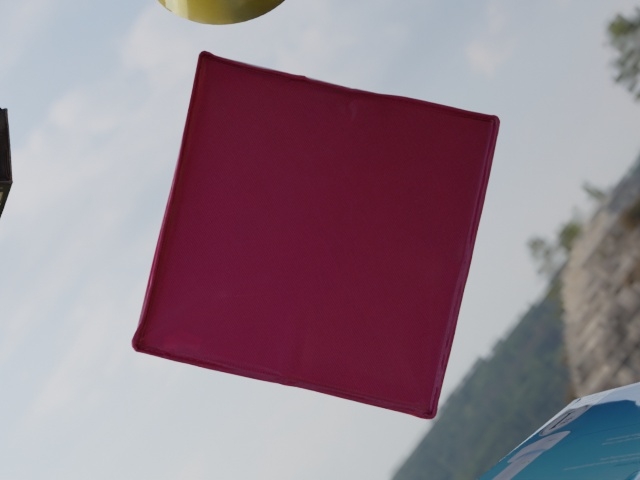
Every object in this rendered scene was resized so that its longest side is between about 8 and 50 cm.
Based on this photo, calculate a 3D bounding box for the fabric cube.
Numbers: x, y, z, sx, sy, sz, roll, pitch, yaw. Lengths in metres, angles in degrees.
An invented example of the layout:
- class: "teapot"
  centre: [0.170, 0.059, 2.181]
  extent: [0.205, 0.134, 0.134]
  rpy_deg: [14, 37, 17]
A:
- class: "fabric cube"
  centre: [0.000, 0.000, 1.458]
  extent: [0.258, 0.259, 0.254]
  rpy_deg: [24, -100, -87]

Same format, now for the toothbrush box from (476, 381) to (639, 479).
- class: "toothbrush box"
  centre: [0.127, 0.188, 0.853]
  extent: [0.295, 0.126, 0.216]
  rpy_deg: [-32, 3, -32]

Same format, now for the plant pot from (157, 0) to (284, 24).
- class: "plant pot"
  centre: [-0.079, -0.247, 1.293]
  extent: [0.134, 0.134, 0.095]
  rpy_deg: [-49, -20, -19]

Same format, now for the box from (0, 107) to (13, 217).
- class: "box"
  centre: [-0.384, -0.061, 1.563]
  extent: [0.180, 0.078, 0.147]
  rpy_deg: [-2, -18, -17]
